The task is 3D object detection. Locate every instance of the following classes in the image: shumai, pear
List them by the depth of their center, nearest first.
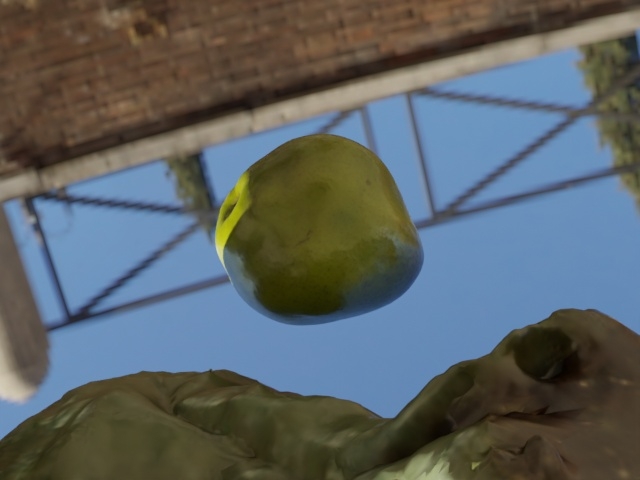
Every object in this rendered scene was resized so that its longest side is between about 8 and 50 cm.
[{"bbox_3d":[0.027,0.187,0.627,0.323,0.324,0.397,-33,-149,40],"label":"shumai"},{"bbox_3d":[0.000,0.000,0.789,0.092,0.097,0.092,-55,-167,19],"label":"pear"}]
